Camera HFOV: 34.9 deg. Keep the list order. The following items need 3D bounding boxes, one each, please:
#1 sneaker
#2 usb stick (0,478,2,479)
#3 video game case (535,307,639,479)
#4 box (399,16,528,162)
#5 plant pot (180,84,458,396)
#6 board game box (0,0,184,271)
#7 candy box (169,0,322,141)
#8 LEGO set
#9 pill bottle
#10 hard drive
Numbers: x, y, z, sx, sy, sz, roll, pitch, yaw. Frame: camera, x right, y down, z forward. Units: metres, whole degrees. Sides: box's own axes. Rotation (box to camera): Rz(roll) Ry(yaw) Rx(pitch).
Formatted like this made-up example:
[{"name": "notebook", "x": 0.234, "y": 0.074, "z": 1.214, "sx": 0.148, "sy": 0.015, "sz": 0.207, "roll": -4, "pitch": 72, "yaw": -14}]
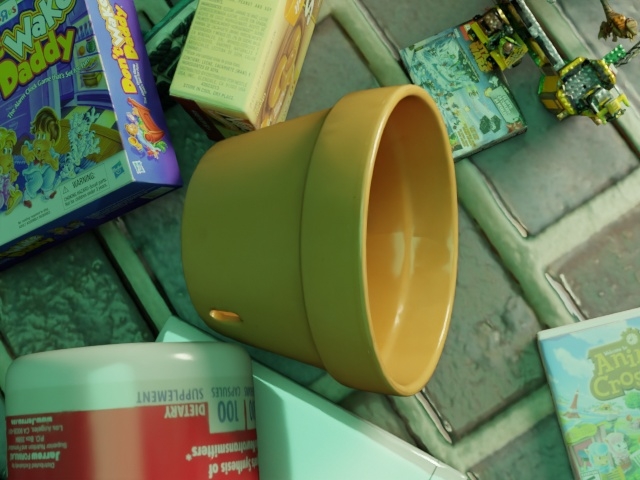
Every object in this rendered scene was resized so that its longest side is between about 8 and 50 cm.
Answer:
[{"name": "sneaker", "x": -0.223, "y": -0.191, "z": 1.124, "sx": 0.275, "sy": 0.107, "sz": 0.110, "roll": -39, "pitch": 70, "yaw": -1}, {"name": "usb stick", "x": -0.333, "y": 0.321, "z": 1.078, "sx": 0.077, "sy": 0.045, "sz": 0.278, "roll": -43, "pitch": 79, "yaw": 0}, {"name": "video game case", "x": 0.348, "y": 0.163, "z": 1.039, "sx": 0.212, "sy": 0.023, "sz": 0.193, "roll": -14, "pitch": 79, "yaw": 4}, {"name": "box", "x": 0.155, "y": -0.163, "z": 1.111, "sx": 0.094, "sy": 0.027, "sz": 0.137, "roll": -23, "pitch": 79, "yaw": 4}, {"name": "plant pot", "x": 0.000, "y": 0.000, "z": 0.992, "sx": 0.203, "sy": 0.291, "sz": 0.291, "roll": 0, "pitch": 80, "yaw": 23}, {"name": "board game box", "x": -0.323, "y": -0.106, "z": 1.060, "sx": 0.347, "sy": 0.078, "sz": 0.233, "roll": -22, "pitch": 78, "yaw": 28}, {"name": "candy box", "x": -0.054, "y": -0.265, "z": 1.072, "sx": 0.087, "sy": 0.183, "sz": 0.317, "roll": 15, "pitch": 83, "yaw": 8}, {"name": "LEGO set", "x": 0.317, "y": -0.272, "z": 0.995, "sx": 0.331, "sy": 0.192, "sz": 0.255, "roll": -30, "pitch": 101, "yaw": -2}, {"name": "pill bottle", "x": -0.163, "y": 0.303, "z": 0.922, "sx": 0.229, "sy": 0.229, "sz": 0.408, "roll": -5, "pitch": 81, "yaw": 6}, {"name": "hard drive", "x": -0.058, "y": 0.262, "z": 1.057, "sx": 0.353, "sy": 0.047, "sz": 0.233, "roll": 27, "pitch": 85, "yaw": 10}]
